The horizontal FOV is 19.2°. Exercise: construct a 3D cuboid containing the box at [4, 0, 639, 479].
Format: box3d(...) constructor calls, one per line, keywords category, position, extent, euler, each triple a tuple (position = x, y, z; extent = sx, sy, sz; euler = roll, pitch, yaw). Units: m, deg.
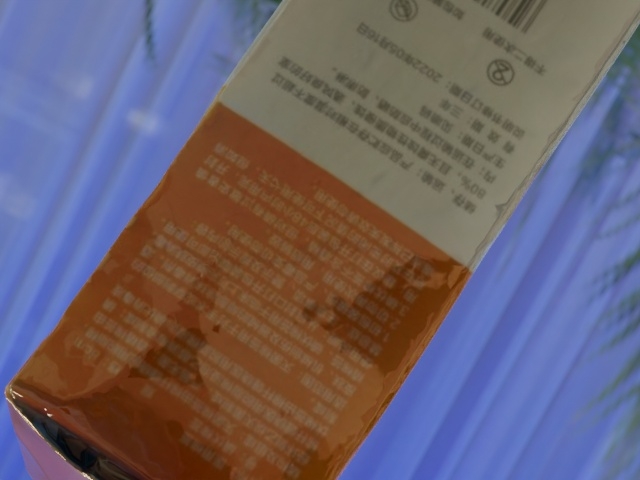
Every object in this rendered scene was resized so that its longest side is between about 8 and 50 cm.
box3d(category="box", position=(0.000, 0.000, 0.912), extent=(0.143, 0.341, 0.225), euler=(34, 164, 4))
